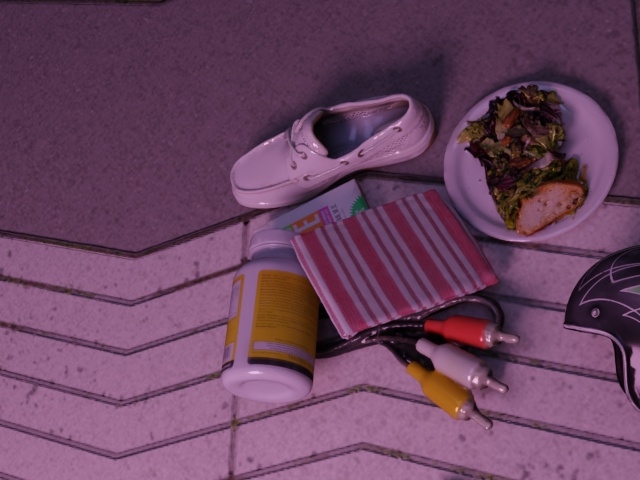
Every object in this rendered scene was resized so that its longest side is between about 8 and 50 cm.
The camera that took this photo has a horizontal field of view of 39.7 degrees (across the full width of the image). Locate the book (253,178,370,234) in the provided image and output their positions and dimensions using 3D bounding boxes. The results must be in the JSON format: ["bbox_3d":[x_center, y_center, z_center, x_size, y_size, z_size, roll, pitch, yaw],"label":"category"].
[{"bbox_3d":[0.000,0.000,1.093,0.144,0.035,0.096,-27,68,11],"label":"book"}]

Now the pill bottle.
[{"bbox_3d":[-0.053,0.084,1.010,0.103,0.103,0.184,-7,60,21],"label":"pill bottle"}]

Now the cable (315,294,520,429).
[{"bbox_3d":[0.087,0.101,0.993,0.287,0.072,0.140,17,81,27],"label":"cable"}]

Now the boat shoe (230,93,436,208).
[{"bbox_3d":[-0.001,-0.122,1.094,0.277,0.096,0.098,-20,66,16],"label":"boat shoe"}]

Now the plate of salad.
[{"bbox_3d":[0.235,-0.096,1.012,0.199,0.048,0.200,-8,70,22],"label":"plate of salad"}]

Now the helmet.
[{"bbox_3d":[0.327,0.081,0.848,0.169,0.169,0.162,-26,80,13],"label":"helmet"}]

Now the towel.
[{"bbox_3d":[0.082,0.025,0.991,0.197,0.029,0.144,-19,54,-15],"label":"towel"}]
